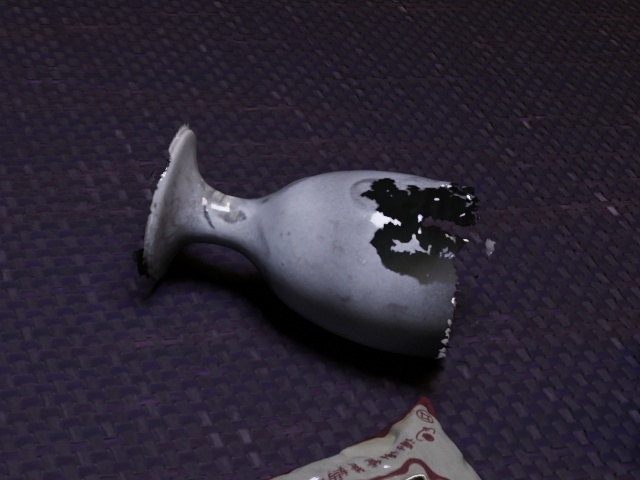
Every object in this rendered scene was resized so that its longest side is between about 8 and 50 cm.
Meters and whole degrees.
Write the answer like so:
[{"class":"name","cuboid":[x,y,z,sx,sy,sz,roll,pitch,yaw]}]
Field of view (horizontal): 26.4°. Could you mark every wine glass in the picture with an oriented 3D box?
[{"class":"wine glass","cuboid":[-0.002,0.002,1.411,0.357,0.190,0.190,13,35,7]}]

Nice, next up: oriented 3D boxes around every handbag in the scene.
[{"class":"handbag","cuboid":[0.070,0.256,1.136,0.213,0.127,0.235,-16,57,-34]}]
